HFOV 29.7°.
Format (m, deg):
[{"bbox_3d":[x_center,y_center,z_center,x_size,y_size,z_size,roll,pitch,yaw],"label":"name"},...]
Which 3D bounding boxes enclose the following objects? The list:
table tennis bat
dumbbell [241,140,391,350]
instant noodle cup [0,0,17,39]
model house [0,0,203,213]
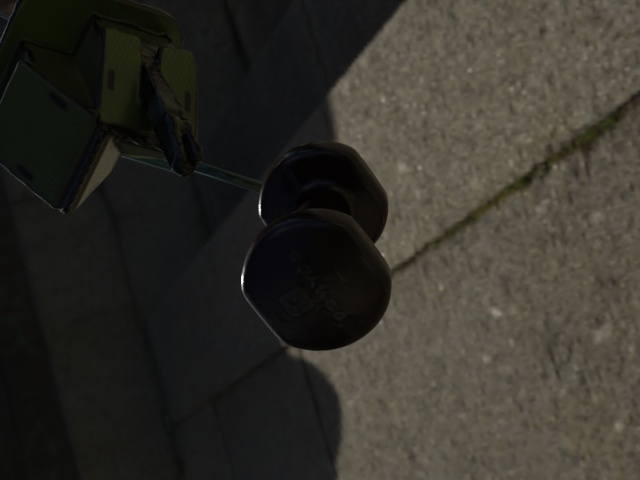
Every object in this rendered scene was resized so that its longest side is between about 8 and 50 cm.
[{"bbox_3d":[-0.170,-0.101,1.650,0.149,0.237,0.038,-153,81,-74],"label":"table tennis bat"},{"bbox_3d":[0.000,0.000,1.177,0.140,0.124,0.225,52,-164,-17],"label":"dumbbell"},{"bbox_3d":[-0.407,-0.259,1.690,0.207,0.217,0.217,-49,-42,-63],"label":"instant noodle cup"},{"bbox_3d":[-0.226,-0.103,1.270,0.218,0.204,0.279,-58,42,27],"label":"model house"}]
